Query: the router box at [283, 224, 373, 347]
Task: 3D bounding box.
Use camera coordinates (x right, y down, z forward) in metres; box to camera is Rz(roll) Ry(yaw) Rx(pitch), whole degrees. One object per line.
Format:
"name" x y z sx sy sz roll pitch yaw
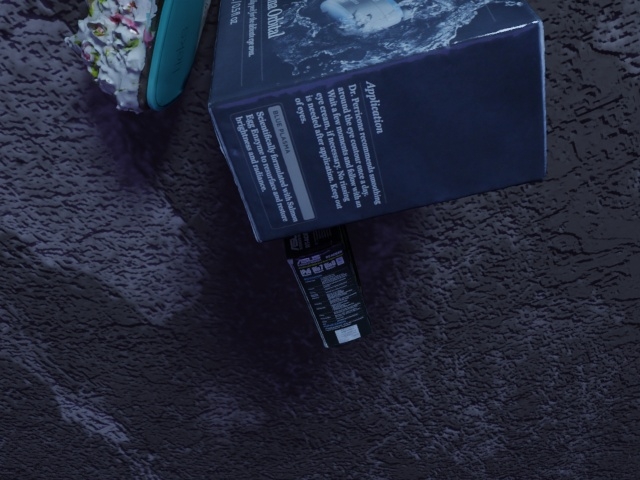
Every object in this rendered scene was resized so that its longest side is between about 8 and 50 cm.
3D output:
"router box" 0.000 0.000 0.498 0.038 0.122 0.092 -18 131 4

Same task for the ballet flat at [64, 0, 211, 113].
"ballet flat" -0.085 -0.178 0.366 0.077 0.091 0.241 33 121 6

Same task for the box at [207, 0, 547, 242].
"box" 0.027 -0.096 0.394 0.158 0.156 0.093 -13 130 5
